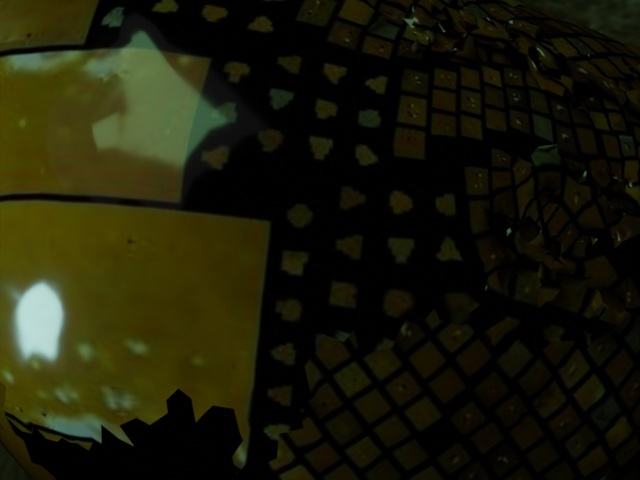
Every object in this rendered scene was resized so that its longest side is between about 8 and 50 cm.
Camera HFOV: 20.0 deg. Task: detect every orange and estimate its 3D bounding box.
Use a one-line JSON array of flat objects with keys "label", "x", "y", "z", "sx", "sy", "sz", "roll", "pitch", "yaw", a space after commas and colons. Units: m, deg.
[{"label": "orange", "x": 0.000, "y": 0.000, "z": 0.481, "sx": 0.182, "sy": 0.234, "sz": 0.234, "roll": -54, "pitch": 34, "yaw": 13}]
